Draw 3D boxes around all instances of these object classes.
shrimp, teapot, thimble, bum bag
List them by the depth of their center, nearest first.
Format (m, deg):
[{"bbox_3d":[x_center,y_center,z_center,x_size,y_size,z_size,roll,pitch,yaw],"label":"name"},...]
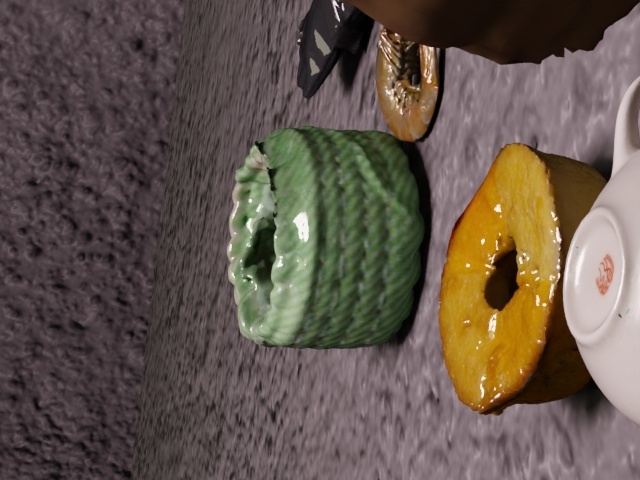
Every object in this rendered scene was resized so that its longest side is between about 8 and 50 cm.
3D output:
[{"bbox_3d":[0.192,0.011,0.810,0.159,0.116,0.245,99,176,-69],"label":"teapot"},{"bbox_3d":[0.080,-0.169,1.392,0.095,0.045,0.162,-127,36,-68],"label":"shrimp"},{"bbox_3d":[0.000,0.000,1.447,0.219,0.150,0.219,180,90,-73],"label":"thimble"},{"bbox_3d":[0.024,-0.262,1.623,0.248,0.060,0.123,113,156,-49],"label":"bum bag"}]

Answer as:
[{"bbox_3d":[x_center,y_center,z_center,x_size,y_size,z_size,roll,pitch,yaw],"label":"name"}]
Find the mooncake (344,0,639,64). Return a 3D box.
[{"bbox_3d":[0.093,-0.271,0.822,0.187,0.324,0.324,121,150,-49],"label":"mooncake"}]

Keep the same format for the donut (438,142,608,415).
[{"bbox_3d":[0.147,0.027,1.025,0.174,0.075,0.190,-103,26,-53],"label":"donut"}]
